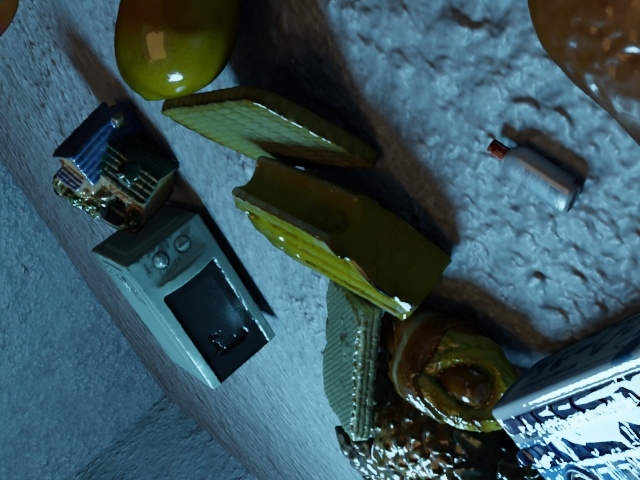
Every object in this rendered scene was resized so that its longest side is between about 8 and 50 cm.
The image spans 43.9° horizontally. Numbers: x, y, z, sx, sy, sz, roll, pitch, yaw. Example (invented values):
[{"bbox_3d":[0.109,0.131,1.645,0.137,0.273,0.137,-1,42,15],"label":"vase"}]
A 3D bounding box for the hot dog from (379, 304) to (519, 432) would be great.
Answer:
[{"bbox_3d":[0.131,0.143,0.929,0.261,0.093,0.123,20,104,56],"label":"hot dog"}]

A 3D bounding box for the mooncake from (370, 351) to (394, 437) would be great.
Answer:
[{"bbox_3d":[0.086,0.222,1.155,0.125,0.130,0.073,36,123,33],"label":"mooncake"}]

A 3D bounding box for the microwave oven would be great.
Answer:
[{"bbox_3d":[-0.252,0.093,1.505,0.237,0.181,0.295,16,141,57],"label":"microwave oven"}]

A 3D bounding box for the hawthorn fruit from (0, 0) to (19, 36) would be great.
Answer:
[{"bbox_3d":[-0.633,-0.427,1.024,0.471,0.471,0.472,40,157,21],"label":"hawthorn fruit"}]

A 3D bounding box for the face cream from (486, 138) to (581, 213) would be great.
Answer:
[{"bbox_3d":[0.174,-0.056,0.653,0.083,0.021,0.040,39,156,23],"label":"face cream"}]

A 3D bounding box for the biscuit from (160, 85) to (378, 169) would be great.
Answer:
[{"bbox_3d":[-0.064,-0.124,0.893,0.172,0.029,0.254,24,172,-32],"label":"biscuit"}]

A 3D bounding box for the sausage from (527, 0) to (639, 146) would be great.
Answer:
[{"bbox_3d":[0.211,-0.087,0.393,0.258,0.133,0.133,49,159,4],"label":"sausage"}]

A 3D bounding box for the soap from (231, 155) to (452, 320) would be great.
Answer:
[{"bbox_3d":[0.029,0.001,0.912,0.257,0.080,0.160,26,166,43],"label":"soap"}]

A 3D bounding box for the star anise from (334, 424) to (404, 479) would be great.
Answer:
[{"bbox_3d":[0.143,0.405,1.365,0.315,0.108,0.315,34,147,26],"label":"star anise"}]

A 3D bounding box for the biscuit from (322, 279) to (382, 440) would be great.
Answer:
[{"bbox_3d":[0.038,0.148,1.024,0.121,0.040,0.200,-131,39,-57],"label":"biscuit"}]

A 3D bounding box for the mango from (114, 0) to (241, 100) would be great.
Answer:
[{"bbox_3d":[-0.158,-0.227,0.844,0.120,0.152,0.221,15,178,-24],"label":"mango"}]

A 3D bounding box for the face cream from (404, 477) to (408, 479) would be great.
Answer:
[{"bbox_3d":[0.247,0.419,1.153,0.285,0.067,0.139,41,-171,-6],"label":"face cream"}]

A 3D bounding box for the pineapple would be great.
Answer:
[{"bbox_3d":[0.207,0.260,0.980,0.310,0.141,0.170,-1,117,54],"label":"pineapple"}]

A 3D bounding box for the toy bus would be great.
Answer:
[{"bbox_3d":[0.271,0.149,0.702,0.131,0.106,0.297,48,157,7],"label":"toy bus"}]

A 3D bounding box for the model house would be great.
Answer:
[{"bbox_3d":[-0.349,-0.130,1.360,0.183,0.166,0.172,36,154,2],"label":"model house"}]
